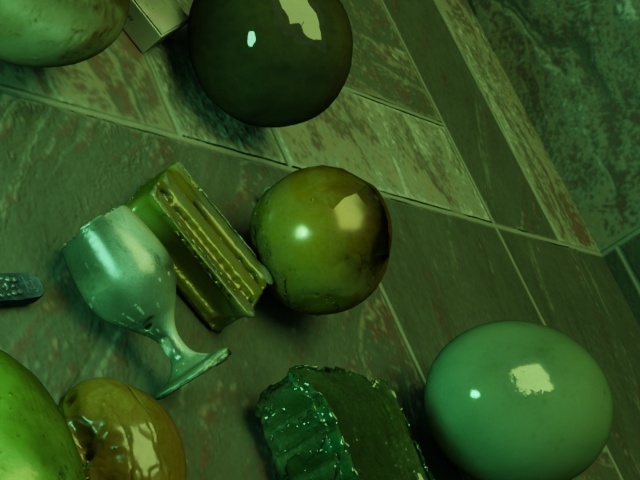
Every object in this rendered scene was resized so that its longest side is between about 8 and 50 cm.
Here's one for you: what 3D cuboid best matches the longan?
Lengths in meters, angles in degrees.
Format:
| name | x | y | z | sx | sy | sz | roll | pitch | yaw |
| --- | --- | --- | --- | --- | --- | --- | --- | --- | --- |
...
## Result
| name | x | y | z | sx | sy | sz | roll | pitch | yaw |
| --- | --- | --- | --- | --- | --- | --- | --- | --- | --- |
| longan | -0.086 | -0.336 | 2.427 | 0.297 | 0.297 | 0.297 | 40 | 29 | -28 |

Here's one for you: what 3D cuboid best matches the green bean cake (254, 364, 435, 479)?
| name | x | y | z | sx | sy | sz | roll | pitch | yaw |
| --- | --- | --- | --- | --- | --- | --- | --- | --- | --- |
| green bean cake | 0.039 | 0.304 | 2.026 | 0.241 | 0.132 | 0.255 | 14 | 44 | -53 |

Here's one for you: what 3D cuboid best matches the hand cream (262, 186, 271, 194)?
| name | x | y | z | sx | sy | sz | roll | pitch | yaw |
| --- | --- | --- | --- | --- | --- | --- | --- | --- | --- |
| hand cream | -0.019 | -0.021 | 2.429 | 0.224 | 0.048 | 0.083 | 41 | 26 | -37 |

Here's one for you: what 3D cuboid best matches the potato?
| name | x | y | z | sx | sy | sz | roll | pitch | yaw |
| --- | --- | --- | --- | --- | --- | --- | --- | --- | --- |
| potato | -0.332 | 0.234 | 1.400 | 0.216 | 0.216 | 0.304 | 22 | 31 | -48 |

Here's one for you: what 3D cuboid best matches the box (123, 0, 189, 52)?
| name | x | y | z | sx | sy | sz | roll | pitch | yaw |
| --- | --- | --- | --- | --- | --- | --- | --- | --- | --- |
| box | -0.292 | -0.386 | 2.391 | 0.130 | 0.051 | 0.129 | 51 | 26 | -5 |

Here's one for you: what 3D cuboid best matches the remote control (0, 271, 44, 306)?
| name | x | y | z | sx | sy | sz | roll | pitch | yaw |
| --- | --- | --- | --- | --- | --- | --- | --- | --- | --- |
| remote control | -0.387 | 0.061 | 1.718 | 0.152 | 0.027 | 0.043 | 0 | 65 | -58 |

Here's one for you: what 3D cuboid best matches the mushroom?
| name | x | y | z | sx | sy | sz | roll | pitch | yaw |
| --- | --- | --- | --- | --- | --- | --- | --- | --- | --- |
| mushroom | -0.392 | -0.413 | 1.970 | 0.362 | 0.294 | 0.362 | 38 | 30 | -27 |

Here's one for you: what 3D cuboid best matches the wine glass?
| name | x | y | z | sx | sy | sz | roll | pitch | yaw |
| --- | --- | --- | --- | --- | --- | --- | --- | --- | --- |
| wine glass | -0.226 | 0.078 | 1.859 | 0.241 | 0.126 | 0.126 | 56 | 26 | 0 |

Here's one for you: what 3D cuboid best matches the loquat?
| name | x | y | z | sx | sy | sz | roll | pitch | yaw |
| --- | --- | --- | --- | --- | --- | --- | --- | --- | --- |
| loquat | 0.000 | 0.000 | 2.215 | 0.235 | 0.235 | 0.235 | 40 | 29 | -28 |

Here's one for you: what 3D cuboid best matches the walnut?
| name | x | y | z | sx | sy | sz | roll | pitch | yaw |
| --- | --- | --- | --- | --- | --- | --- | --- | --- | --- |
| walnut | -0.214 | 0.245 | 1.717 | 0.167 | 0.087 | 0.211 | 13 | 48 | -59 |

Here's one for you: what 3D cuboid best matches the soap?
| name | x | y | z | sx | sy | sz | roll | pitch | yaw |
| --- | --- | --- | --- | --- | --- | --- | --- | --- | --- |
| soap | -0.176 | 0.011 | 2.079 | 0.233 | 0.076 | 0.135 | 50 | 26 | -11 |

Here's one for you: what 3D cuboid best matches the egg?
| name | x | y | z | sx | sy | sz | roll | pitch | yaw |
| --- | --- | --- | --- | --- | --- | --- | --- | --- | --- |
| egg | 0.324 | 0.269 | 2.379 | 0.389 | 0.276 | 0.276 | 21 | 41 | -51 |
